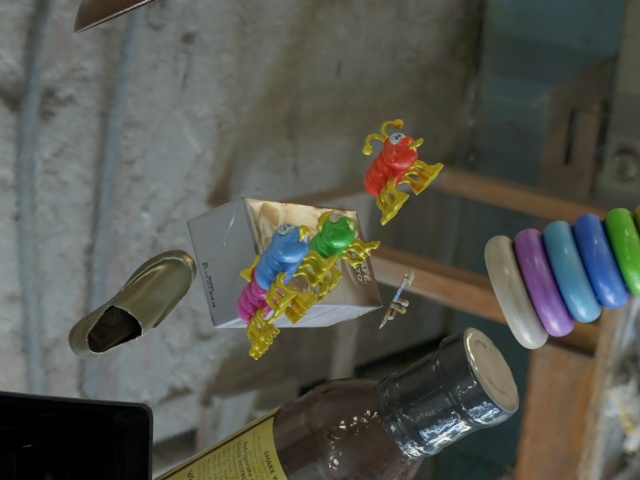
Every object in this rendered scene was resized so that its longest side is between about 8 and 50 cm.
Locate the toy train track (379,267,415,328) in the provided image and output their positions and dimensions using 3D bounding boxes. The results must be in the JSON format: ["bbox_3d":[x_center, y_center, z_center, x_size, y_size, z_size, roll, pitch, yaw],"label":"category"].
[{"bbox_3d":[0.066,0.045,1.134,0.083,0.014,0.048,108,8,-64],"label":"toy train track"}]

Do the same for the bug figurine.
[{"bbox_3d":[0.000,0.000,1.414,0.279,0.072,0.216,-40,169,-42],"label":"bug figurine"}]

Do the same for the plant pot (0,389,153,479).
[{"bbox_3d":[-0.270,0.234,1.210,0.188,0.167,0.187,13,71,-46],"label":"plant pot"}]

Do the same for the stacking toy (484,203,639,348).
[{"bbox_3d":[0.363,0.006,1.628,0.141,0.330,0.141,-22,90,-78],"label":"stacking toy"}]

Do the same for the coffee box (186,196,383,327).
[{"bbox_3d":[-0.041,0.031,1.776,0.246,0.098,0.141,4,68,-56],"label":"coffee box"}]

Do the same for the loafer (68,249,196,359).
[{"bbox_3d":[-0.177,0.067,1.375,0.148,0.050,0.056,-42,110,-8],"label":"loafer"}]

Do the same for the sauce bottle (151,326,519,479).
[{"bbox_3d":[-0.011,0.176,1.061,0.111,0.344,0.111,42,29,-30],"label":"sauce bottle"}]

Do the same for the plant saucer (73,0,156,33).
[{"bbox_3d":[-0.146,-0.247,1.324,0.198,0.198,0.036,-32,103,-43],"label":"plant saucer"}]
